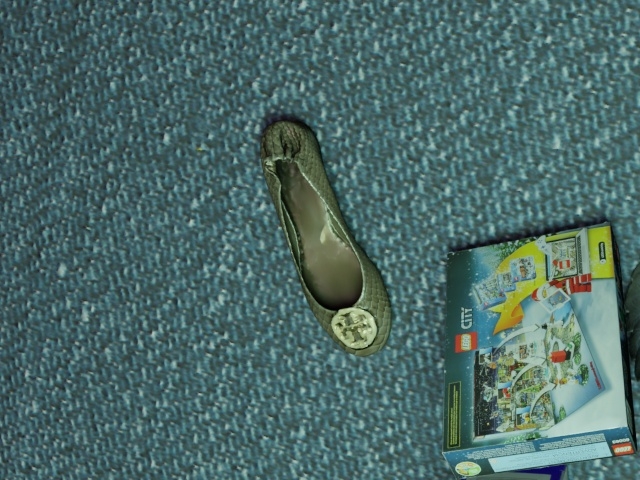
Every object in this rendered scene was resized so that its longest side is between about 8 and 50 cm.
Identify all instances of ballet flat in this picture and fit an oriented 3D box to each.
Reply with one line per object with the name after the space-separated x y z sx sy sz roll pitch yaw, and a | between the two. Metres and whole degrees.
0.000 0.000 1.361 0.084 0.058 0.250 -19 94 19 | ballet flat

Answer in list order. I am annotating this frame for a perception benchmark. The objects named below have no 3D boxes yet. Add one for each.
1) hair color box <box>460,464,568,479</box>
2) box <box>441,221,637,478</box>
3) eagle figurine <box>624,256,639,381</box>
0.182 0.398 1.310 0.110 0.185 0.338 0 100 15 | hair color box
0.192 0.095 1.242 0.159 0.233 0.044 -12 134 19 | box
0.388 -0.004 1.192 0.225 0.226 0.298 -16 125 -15 | eagle figurine
